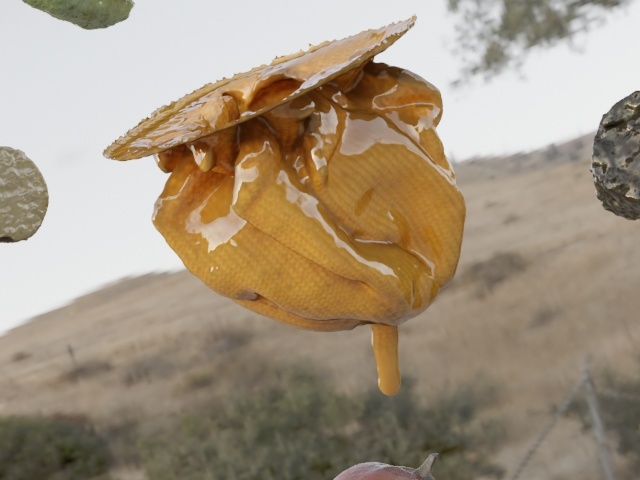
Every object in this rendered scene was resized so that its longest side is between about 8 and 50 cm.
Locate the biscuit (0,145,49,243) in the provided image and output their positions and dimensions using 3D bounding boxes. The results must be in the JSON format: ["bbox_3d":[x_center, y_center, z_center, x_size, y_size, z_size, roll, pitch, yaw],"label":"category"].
[{"bbox_3d":[-0.368,-0.054,1.598,0.120,0.120,0.015,-13,0,-42],"label":"biscuit"}]

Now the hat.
[{"bbox_3d":[0.000,0.000,0.916,0.233,0.233,0.244,-29,14,-27],"label":"hat"}]

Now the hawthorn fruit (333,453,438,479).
[{"bbox_3d":[0.091,0.395,1.859,0.250,0.215,0.215,-59,-12,2],"label":"hawthorn fruit"}]

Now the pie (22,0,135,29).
[{"bbox_3d":[-0.364,-0.379,1.676,0.070,0.323,0.323,-44,-16,17],"label":"pie"}]

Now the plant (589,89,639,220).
[{"bbox_3d":[0.398,-0.082,1.585,0.146,0.149,0.274,-62,-23,8],"label":"plant"}]
